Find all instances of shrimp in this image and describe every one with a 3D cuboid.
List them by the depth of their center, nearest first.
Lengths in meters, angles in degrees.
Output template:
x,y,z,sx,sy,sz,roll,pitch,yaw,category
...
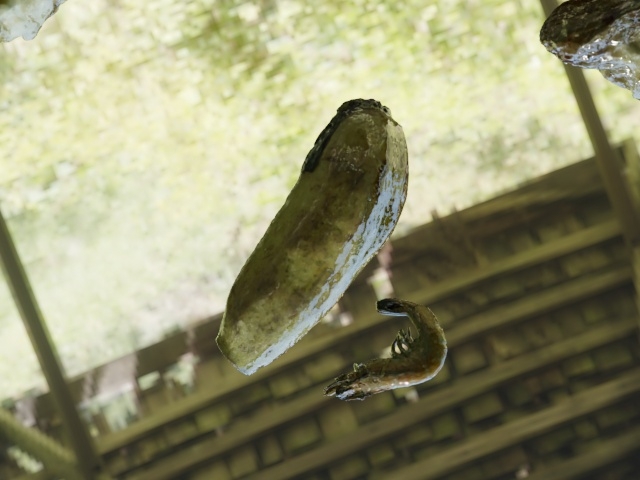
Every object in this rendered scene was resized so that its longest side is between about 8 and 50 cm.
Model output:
x,y,z,sx,sy,sz,roll,pitch,yaw,category
0.076,0.140,2.054,0.178,0.124,0.034,-17,164,17,shrimp

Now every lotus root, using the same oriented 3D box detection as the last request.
x,y,z,sx,sy,sz,roll,pitch,yaw,category
0.000,0.000,1.321,0.258,0.097,0.110,-58,175,-6,lotus root

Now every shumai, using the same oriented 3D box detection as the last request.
x,y,z,sx,sy,sz,roll,pitch,yaw,category
0.243,-0.161,1.253,0.139,0.105,0.123,0,180,-43,shumai

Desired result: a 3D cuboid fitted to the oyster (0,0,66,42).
x,y,z,sx,sy,sz,roll,pitch,yaw,category
-0.182,-0.292,0.982,0.100,0.271,0.275,17,-125,44,oyster
